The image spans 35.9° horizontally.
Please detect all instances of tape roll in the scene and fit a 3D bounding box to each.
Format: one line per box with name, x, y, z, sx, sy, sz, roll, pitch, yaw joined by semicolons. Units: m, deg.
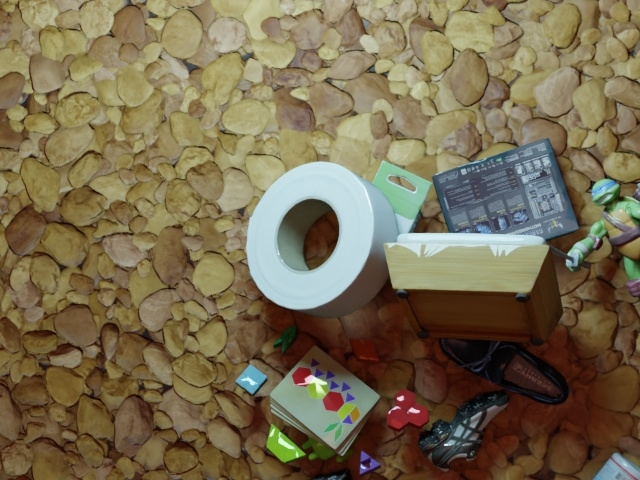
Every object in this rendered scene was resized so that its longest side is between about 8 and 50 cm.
tape roll;0.000;0.000;1.851;0.286;0.100;0.286;-10;72;31

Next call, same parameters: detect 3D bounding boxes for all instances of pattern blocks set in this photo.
pattern blocks set;0.012;0.305;1.873;0.285;0.026;0.325;-39;65;-15

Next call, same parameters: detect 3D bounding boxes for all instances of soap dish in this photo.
soap dish;0.274;0.090;1.762;0.291;0.229;0.118;1;57;21

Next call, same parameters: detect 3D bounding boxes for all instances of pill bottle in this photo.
pill bottle;0.520;0.471;1.785;0.087;0.087;0.160;38;95;10

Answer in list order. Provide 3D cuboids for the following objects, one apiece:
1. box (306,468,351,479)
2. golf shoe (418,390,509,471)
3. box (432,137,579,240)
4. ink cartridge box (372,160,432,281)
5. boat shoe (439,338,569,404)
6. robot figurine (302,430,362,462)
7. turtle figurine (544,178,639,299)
box;-0.103;0.584;1.876;0.381;0.143;0.191;-17;84;8
golf shoe;0.282;0.357;1.851;0.198;0.077;0.094;-36;92;14
box;0.347;-0.070;1.861;0.233;0.059;0.183;-19;84;9
ink cartridge box;0.125;-0.036;1.900;0.109;0.062;0.209;26;92;12
boat shoe;0.344;0.221;1.831;0.258;0.089;0.109;20;91;11
robot figurine;0.022;0.376;1.896;0.115;0.067;0.101;-32;83;7
turtle figurine;0.539;0.034;1.733;0.198;0.275;0.266;-36;92;16
